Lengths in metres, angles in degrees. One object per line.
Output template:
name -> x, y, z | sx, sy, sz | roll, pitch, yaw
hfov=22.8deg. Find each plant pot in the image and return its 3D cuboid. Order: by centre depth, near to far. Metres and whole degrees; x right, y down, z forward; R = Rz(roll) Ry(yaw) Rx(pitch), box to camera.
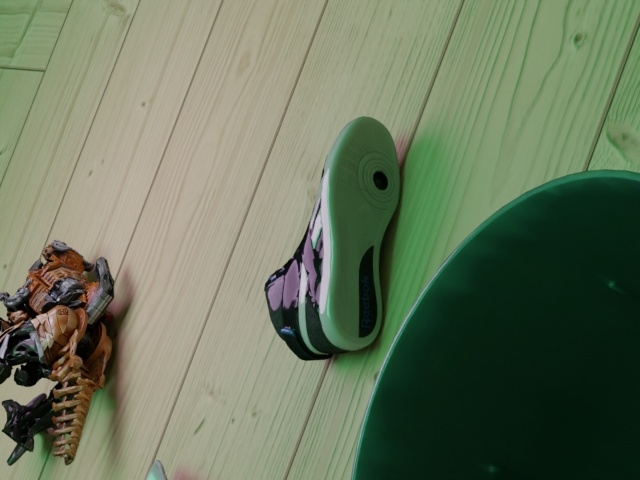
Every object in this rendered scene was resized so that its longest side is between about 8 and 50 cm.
plant pot -> 0.194, 0.140, 0.857 | 0.293, 0.235, 0.293 | -35, 43, 41

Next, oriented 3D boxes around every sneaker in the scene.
sneaker -> 0.000, 0.000, 1.413 | 0.121, 0.079, 0.217 | -20, 55, 50

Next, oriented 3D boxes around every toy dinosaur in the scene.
toy dinosaur -> -0.312, 0.125, 1.773 | 0.218, 0.164, 0.322 | -40, 15, 13

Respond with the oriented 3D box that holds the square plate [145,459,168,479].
square plate -> -0.179, 0.389, 1.389 | 0.347, 0.049, 0.344 | -66, 12, -1
